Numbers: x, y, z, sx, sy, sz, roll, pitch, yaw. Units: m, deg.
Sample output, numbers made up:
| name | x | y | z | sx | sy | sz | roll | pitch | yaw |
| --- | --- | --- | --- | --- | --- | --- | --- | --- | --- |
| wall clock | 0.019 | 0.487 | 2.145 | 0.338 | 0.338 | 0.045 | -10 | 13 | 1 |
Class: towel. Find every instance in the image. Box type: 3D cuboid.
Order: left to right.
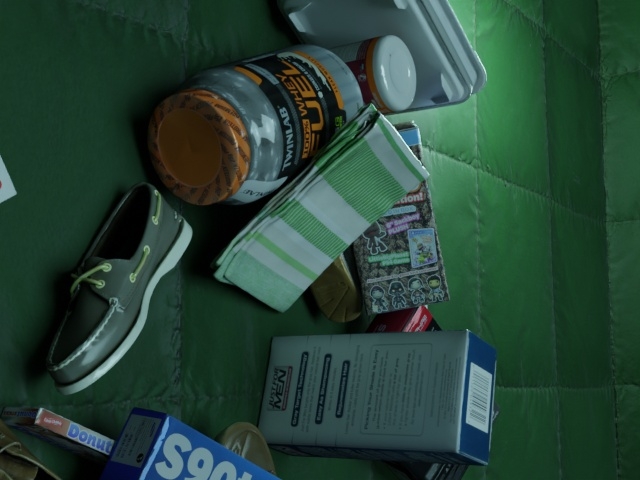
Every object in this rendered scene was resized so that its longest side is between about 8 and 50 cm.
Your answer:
| name | x | y | z | sx | sy | sz | roll | pitch | yaw |
| --- | --- | --- | --- | --- | --- | --- | --- | --- | --- |
| towel | 0.007 | -0.033 | 1.357 | 0.325 | 0.038 | 0.248 | -45 | 151 | 5 |

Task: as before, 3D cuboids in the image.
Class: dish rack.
| name | x | y | z | sx | sy | sz | roll | pitch | yaw |
| --- | --- | --- | --- | --- | --- | --- | --- | --- | --- |
| dish rack | 0.092 | -0.326 | 1.529 | 0.333 | 0.285 | 0.072 | 52 | 49 | -38 |

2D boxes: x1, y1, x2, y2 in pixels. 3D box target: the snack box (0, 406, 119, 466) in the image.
| name | x | y | z | sx | sy | sz | roll | pitch | yaw |
| --- | --- | --- | --- | --- | --- | --- | --- | --- | --- |
| snack box | -0.286 | 0.234 | 1.078 | 0.178 | 0.064 | 0.022 | 41 | 53 | -45 |

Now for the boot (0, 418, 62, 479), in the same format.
| name | x | y | z | sx | sy | sz | roll | pitch | yaw |
| --- | --- | --- | --- | --- | --- | --- | --- | --- | --- |
| boot | -0.349 | 0.213 | 0.946 | 0.305 | 0.115 | 0.112 | 58 | 44 | -32 |

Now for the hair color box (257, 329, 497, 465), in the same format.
| name | x | y | z | sx | sy | sz | roll | pitch | yaw |
| --- | --- | --- | --- | --- | --- | --- | --- | --- | --- |
| hair color box | 0.079 | 0.233 | 1.366 | 0.105 | 0.347 | 0.174 | 34 | 58 | -48 |

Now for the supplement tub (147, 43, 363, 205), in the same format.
| name | x | y | z | sx | sy | sz | roll | pitch | yaw |
| --- | --- | --- | --- | --- | --- | --- | --- | --- | --- |
| supplement tub | -0.089 | -0.166 | 1.316 | 0.316 | 0.193 | 0.194 | -33 | 112 | -53 |

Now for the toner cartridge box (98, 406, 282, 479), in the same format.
| name | x | y | z | sx | sy | sz | roll | pitch | yaw |
| --- | --- | --- | --- | --- | --- | --- | --- | --- | --- |
| toner cartridge box | -0.123 | 0.356 | 1.146 | 0.348 | 0.075 | 0.165 | 40 | 63 | -37 |

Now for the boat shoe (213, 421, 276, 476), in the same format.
| name | x | y | z | sx | sy | sz | roll | pitch | yaw |
| --- | --- | --- | --- | --- | --- | --- | --- | --- | --- |
| boat shoe | -0.124 | 0.401 | 1.270 | 0.109 | 0.098 | 0.302 | -6 | 93 | -43 |

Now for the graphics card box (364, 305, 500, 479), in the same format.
| name | x | y | z | sx | sy | sz | roll | pitch | yaw |
| --- | --- | --- | --- | --- | --- | --- | --- | --- | --- |
| graphics card box | 0.177 | 0.298 | 1.673 | 0.233 | 0.094 | 0.371 | -56 | 130 | -19 |

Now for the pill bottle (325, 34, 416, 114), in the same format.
| name | x | y | z | sx | sy | sz | roll | pitch | yaw |
| --- | --- | --- | --- | --- | --- | --- | --- | --- | --- |
| pill bottle | 0.033 | -0.253 | 1.483 | 0.121 | 0.221 | 0.121 | 13 | 75 | -55 |

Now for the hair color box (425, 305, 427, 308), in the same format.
| name | x | y | z | sx | sy | sz | roll | pitch | yaw |
| --- | --- | --- | --- | --- | --- | --- | --- | --- | --- |
| hair color box | 0.165 | 0.096 | 1.779 | 0.093 | 0.053 | 0.167 | 15 | 71 | -56 |

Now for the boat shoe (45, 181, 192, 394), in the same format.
| name | x | y | z | sx | sy | sz | roll | pitch | yaw |
| --- | --- | --- | --- | --- | --- | --- | --- | --- | --- |
| boat shoe | -0.256 | 0.050 | 1.117 | 0.091 | 0.109 | 0.305 | 59 | 35 | -31 |

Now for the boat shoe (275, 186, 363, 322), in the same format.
| name | x | y | z | sx | sy | sz | roll | pitch | yaw |
| --- | --- | --- | --- | --- | --- | --- | --- | --- | --- |
| boat shoe | 0.000 | 0.000 | 1.523 | 0.096 | 0.098 | 0.277 | -71 | 145 | -62 |

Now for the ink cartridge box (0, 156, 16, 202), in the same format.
| name | x | y | z | sx | sy | sz | roll | pitch | yaw |
| --- | --- | --- | --- | --- | --- | --- | --- | --- | --- |
| ink cartridge box | -0.422 | -0.107 | 0.902 | 0.160 | 0.092 | 0.219 | -42 | 119 | -50 |

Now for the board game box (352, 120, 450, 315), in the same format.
| name | x | y | z | sx | sy | sz | roll | pitch | yaw |
| --- | --- | --- | --- | --- | --- | --- | --- | --- | --- |
| board game box | 0.122 | -0.047 | 1.578 | 0.232 | 0.141 | 0.291 | -66 | 145 | -80 |
